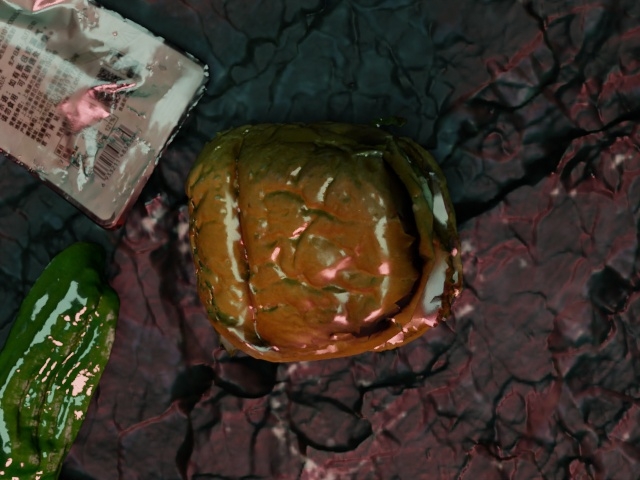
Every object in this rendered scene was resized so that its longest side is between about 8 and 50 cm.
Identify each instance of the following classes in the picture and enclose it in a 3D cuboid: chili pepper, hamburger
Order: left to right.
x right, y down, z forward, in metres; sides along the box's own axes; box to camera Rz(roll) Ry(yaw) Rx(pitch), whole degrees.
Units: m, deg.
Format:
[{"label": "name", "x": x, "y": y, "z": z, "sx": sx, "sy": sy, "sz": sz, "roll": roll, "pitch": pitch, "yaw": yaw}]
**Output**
[{"label": "chili pepper", "x": -0.219, "y": 0.125, "z": 1.419, "sx": 0.100, "sy": 0.074, "sz": 0.257, "roll": 10, "pitch": 108, "yaw": -41}, {"label": "hamburger", "x": 0.000, "y": 0.000, "z": 1.350, "sx": 0.206, "sy": 0.130, "sz": 0.183, "roll": -5, "pitch": 96, "yaw": 10}]

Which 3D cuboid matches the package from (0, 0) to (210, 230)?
[{"label": "package", "x": -0.219, "y": -0.132, "z": 1.400, "sx": 0.239, "sy": 0.030, "sz": 0.154, "roll": 33, "pitch": 102, "yaw": 0}]
